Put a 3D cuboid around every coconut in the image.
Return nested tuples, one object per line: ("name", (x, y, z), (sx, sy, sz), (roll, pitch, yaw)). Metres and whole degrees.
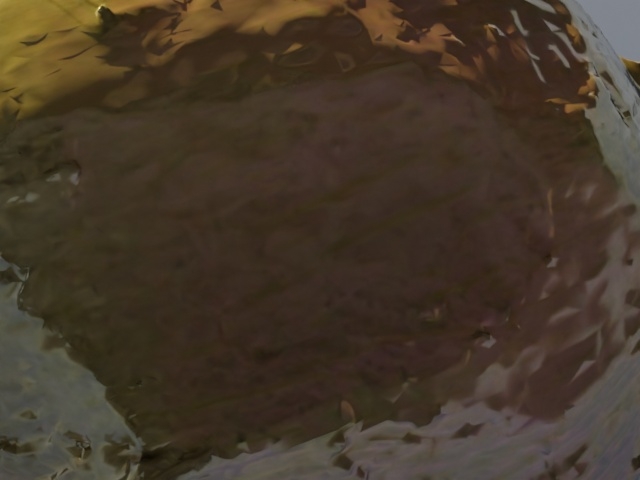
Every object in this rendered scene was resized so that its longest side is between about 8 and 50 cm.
("coconut", (0.000, 0.000, 0.765), (0.404, 0.404, 0.405), (4, -116, -9))
